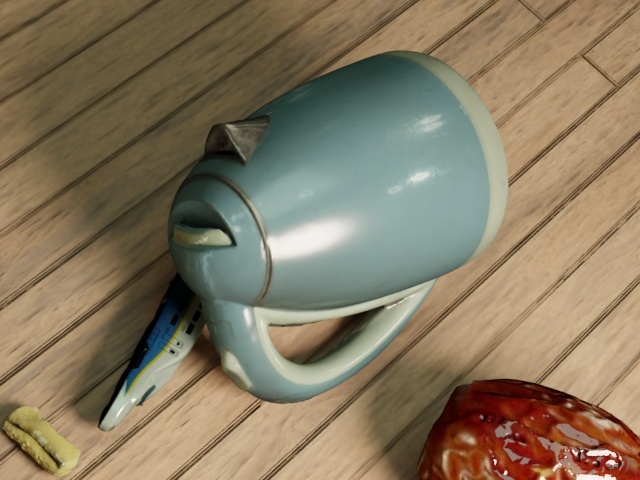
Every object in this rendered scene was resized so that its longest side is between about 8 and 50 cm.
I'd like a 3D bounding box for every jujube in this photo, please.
[{"bbox_3d":[0.224,0.239,1.876,0.243,0.183,0.183,25,52,7],"label":"jujube"}]

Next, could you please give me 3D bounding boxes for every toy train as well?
[{"bbox_3d":[-0.159,0.109,1.894,0.051,0.052,0.234,30,52,-6],"label":"toy train"}]

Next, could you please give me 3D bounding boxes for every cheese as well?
[{"bbox_3d":[-0.269,0.193,1.809,0.083,0.030,0.044,41,32,14],"label":"cheese"}]

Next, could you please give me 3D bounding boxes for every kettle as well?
[{"bbox_3d":[0.000,0.000,1.909,0.342,0.247,0.319,-25,111,-40],"label":"kettle"}]
